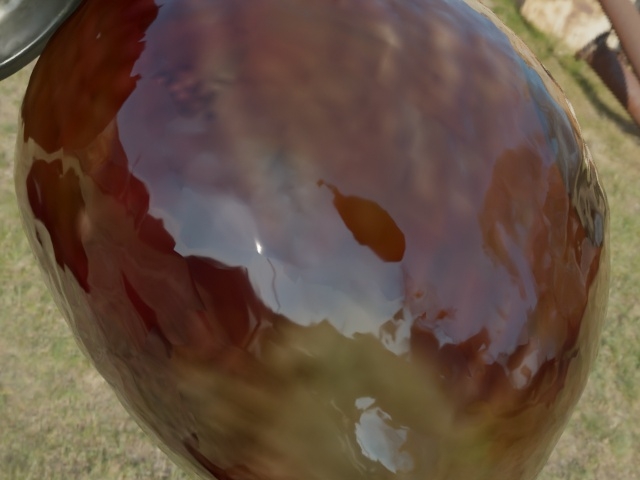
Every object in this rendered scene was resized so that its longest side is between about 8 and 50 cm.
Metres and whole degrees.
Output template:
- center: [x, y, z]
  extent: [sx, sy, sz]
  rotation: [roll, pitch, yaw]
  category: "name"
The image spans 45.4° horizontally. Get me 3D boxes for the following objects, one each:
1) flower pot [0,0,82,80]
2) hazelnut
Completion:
- center: [-0.260, -0.203, 0.445]
  extent: [0.148, 0.235, 0.235]
  rotation: [50, 39, 13]
  category: "flower pot"
- center: [0.000, 0.000, 0.503]
  extent: [0.353, 0.420, 0.421]
  rotation: [-19, 21, 20]
  category: "hazelnut"
